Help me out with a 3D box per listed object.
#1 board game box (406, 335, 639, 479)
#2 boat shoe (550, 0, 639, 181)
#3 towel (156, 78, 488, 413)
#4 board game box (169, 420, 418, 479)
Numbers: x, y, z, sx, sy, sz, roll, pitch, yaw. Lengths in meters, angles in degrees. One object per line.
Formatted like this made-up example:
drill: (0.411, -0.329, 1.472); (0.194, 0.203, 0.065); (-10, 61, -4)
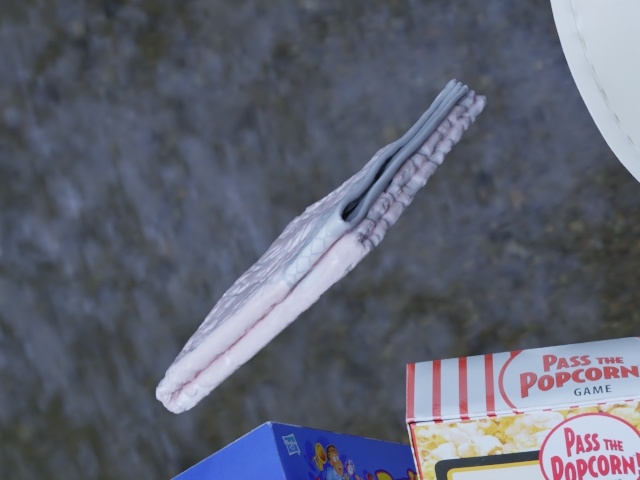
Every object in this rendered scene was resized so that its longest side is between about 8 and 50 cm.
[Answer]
board game box: (0.123, 0.134, 0.778); (0.147, 0.045, 0.193); (-7, 120, 8)
boat shoe: (0.225, -0.056, 0.891); (0.116, 0.096, 0.324); (-37, 108, 26)
towel: (0.000, 0.000, 1.792); (0.053, 0.332, 0.317); (45, 128, -3)
board game box: (-0.073, 0.237, 1.186); (0.347, 0.233, 0.078); (-33, 60, 29)
